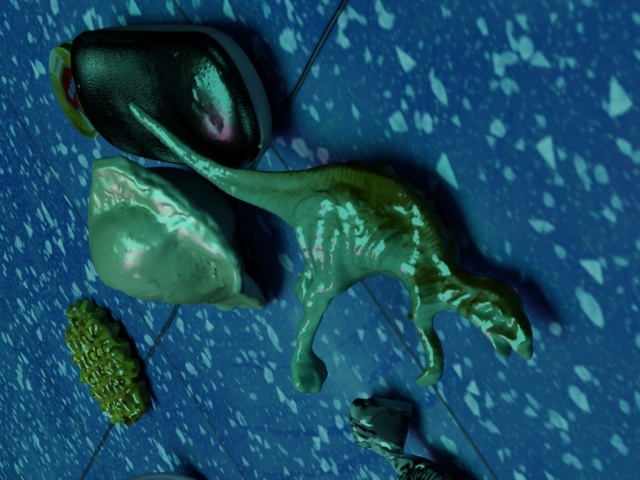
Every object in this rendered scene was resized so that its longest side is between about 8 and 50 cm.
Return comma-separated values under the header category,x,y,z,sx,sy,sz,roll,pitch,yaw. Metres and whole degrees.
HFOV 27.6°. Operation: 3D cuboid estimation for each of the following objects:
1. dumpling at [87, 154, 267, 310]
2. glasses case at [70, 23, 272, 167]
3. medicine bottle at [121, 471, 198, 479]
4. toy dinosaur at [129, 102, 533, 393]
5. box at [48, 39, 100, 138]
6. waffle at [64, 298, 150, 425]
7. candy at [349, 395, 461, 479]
category,x,y,z,sx,sy,sz,roll,pitch,yaw
dumpling,-0.128,0.016,1.245,0.179,0.131,0.252,24,154,19
glasses case,-0.142,-0.133,1.177,0.314,0.075,0.122,13,125,55
medicine bottle,-0.200,0.471,1.666,0.202,0.202,0.316,38,144,38
toy dinosaur,0.000,0.000,1.023,0.393,0.092,0.205,46,139,24
box,-0.242,-0.160,1.361,0.105,0.037,0.105,40,145,36
waffle,-0.281,0.161,1.703,0.191,0.038,0.191,39,144,36
candy,0.098,0.215,1.113,0.226,0.051,0.094,48,159,29
